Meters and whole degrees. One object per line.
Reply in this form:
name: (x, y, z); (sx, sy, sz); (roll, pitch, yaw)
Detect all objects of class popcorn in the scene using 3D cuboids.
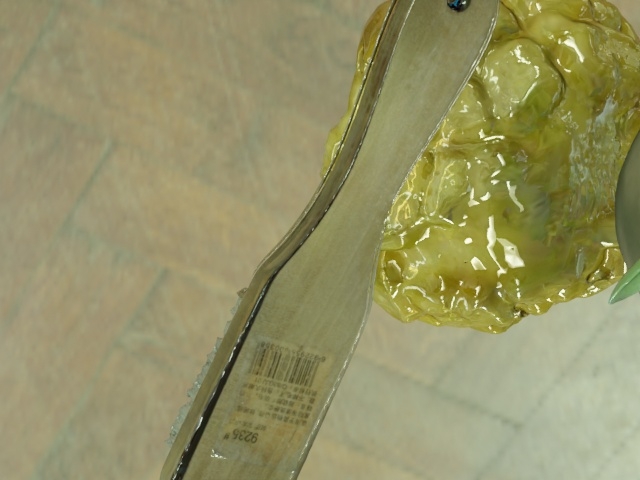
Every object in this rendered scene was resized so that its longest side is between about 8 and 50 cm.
popcorn: (0.118, -0.059, 1.275); (0.250, 0.190, 0.250); (-9, 122, -14)

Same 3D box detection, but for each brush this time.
brush: (0.000, 0.000, 1.037); (0.070, 0.065, 0.327); (23, 96, -26)

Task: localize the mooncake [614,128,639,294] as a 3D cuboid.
mooncake: (0.243, 0.009, 0.735); (0.275, 0.135, 0.275); (-1, 99, -7)

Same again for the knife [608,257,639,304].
knife: (0.054, -0.026, 0.266); (0.054, 0.015, 0.212); (-31, 155, 2)
